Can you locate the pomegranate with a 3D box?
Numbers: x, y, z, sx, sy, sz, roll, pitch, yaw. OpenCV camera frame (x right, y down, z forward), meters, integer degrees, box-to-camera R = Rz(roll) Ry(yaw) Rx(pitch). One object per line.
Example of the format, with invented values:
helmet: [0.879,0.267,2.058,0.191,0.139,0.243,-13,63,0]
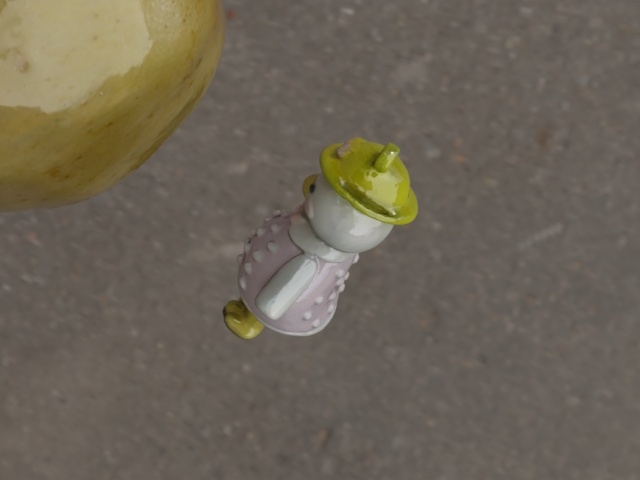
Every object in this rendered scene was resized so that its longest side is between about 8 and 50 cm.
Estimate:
pomegranate: [-0.158,-0.123,0.920,0.233,0.233,0.233,-15,113,-37]

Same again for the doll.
doll: [0.000,0.000,1.244,0.081,0.207,0.129,39,45,-1]
